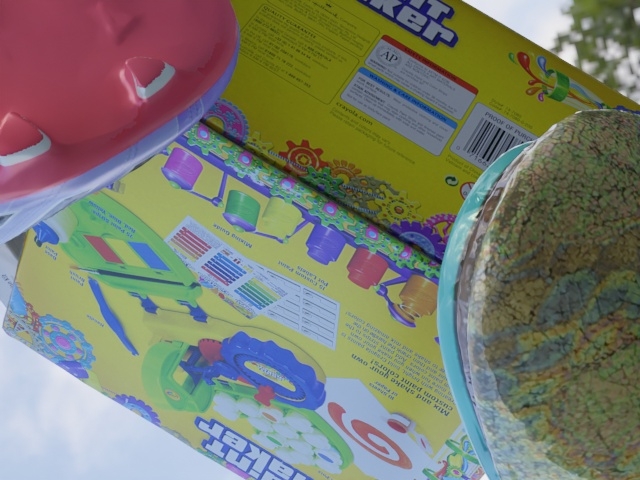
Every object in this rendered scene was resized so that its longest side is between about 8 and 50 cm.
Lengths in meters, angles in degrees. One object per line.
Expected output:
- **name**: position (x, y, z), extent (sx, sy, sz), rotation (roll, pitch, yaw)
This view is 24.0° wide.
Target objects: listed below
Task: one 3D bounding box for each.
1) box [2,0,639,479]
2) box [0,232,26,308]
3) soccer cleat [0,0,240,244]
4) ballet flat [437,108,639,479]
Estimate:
- **box**: position (0.000, 0.000, 0.868), extent (0.290, 0.279, 0.177), rotation (32, -130, 2)
- **box**: position (-0.216, -0.044, 1.054), extent (0.186, 0.038, 0.145), rotation (62, -155, -44)
- **soccer cleat**: position (-0.136, -0.009, 0.456), extent (0.083, 0.248, 0.095), rotation (58, 174, 22)
- **ballet flat**: position (0.143, 0.083, 0.435), extent (0.348, 0.123, 0.123), rotation (54, -141, -49)
